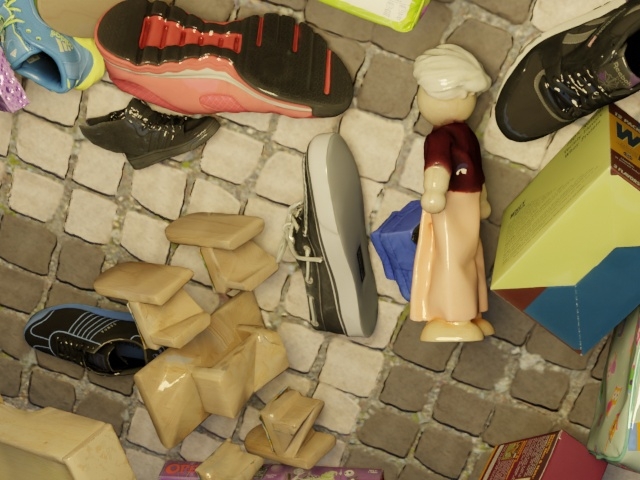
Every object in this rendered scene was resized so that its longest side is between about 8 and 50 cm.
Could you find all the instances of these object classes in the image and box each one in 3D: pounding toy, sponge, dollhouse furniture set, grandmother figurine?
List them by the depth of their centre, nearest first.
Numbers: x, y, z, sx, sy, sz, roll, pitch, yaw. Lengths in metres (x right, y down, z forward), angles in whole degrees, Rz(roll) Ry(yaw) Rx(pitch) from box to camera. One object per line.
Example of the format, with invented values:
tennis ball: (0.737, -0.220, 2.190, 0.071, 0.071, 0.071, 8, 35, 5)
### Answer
pounding toy: (-0.254, -0.349, 1.246, 0.110, 0.183, 0.237, 64, 154, 20)
grandmother figurine: (0.151, -0.057, 1.258, 0.104, 0.208, 0.342, -2, 90, 12)
sponge: (-0.418, -0.218, 1.332, 0.031, 0.210, 0.117, -32, 112, -20)
dollhouse furniture set: (-0.230, 0.207, 1.424, 0.256, 0.394, 0.362, 5, 122, 42)

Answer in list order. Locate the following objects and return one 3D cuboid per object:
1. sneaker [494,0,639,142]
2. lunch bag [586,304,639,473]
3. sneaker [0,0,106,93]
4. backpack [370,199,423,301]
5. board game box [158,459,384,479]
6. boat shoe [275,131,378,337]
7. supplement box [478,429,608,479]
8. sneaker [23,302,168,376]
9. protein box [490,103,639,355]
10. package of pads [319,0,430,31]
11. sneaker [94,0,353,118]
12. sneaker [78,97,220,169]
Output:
sneaker: (0.306, -0.196, 1.196, 0.283, 0.124, 0.107, -37, 104, 27)
lunch bag: (0.396, 0.163, 1.266, 0.107, 0.279, 0.224, 15, 83, 8)
sneaker: (-0.355, -0.279, 1.309, 0.091, 0.126, 0.240, -31, 107, 26)
backpack: (0.129, 0.018, 1.374, 0.101, 0.098, 0.120, -2, 121, 48)
board game box: (-0.066, 0.440, 1.676, 0.346, 0.056, 0.208, 0, 122, 13)
boat shoe: (0.001, -0.003, 1.385, 0.105, 0.113, 0.306, 3, 134, 19)
supplement box: (0.287, 0.327, 1.445, 0.081, 0.104, 0.188, 34, 156, -7)
sneaker: (-0.330, 0.148, 1.554, 0.232, 0.090, 0.081, 0, 118, 13)
protein box: (0.317, -0.018, 1.245, 0.136, 0.201, 0.200, 36, 120, -6)
package of pads: (-0.006, -0.338, 1.135, 0.296, 0.229, 0.101, 23, 120, 1)
sneaker: (-0.116, -0.206, 1.323, 0.313, 0.116, 0.136, 13, 155, -4)
sneaker: (-0.220, -0.147, 1.392, 0.170, 0.051, 0.089, -20, 116, 26)
